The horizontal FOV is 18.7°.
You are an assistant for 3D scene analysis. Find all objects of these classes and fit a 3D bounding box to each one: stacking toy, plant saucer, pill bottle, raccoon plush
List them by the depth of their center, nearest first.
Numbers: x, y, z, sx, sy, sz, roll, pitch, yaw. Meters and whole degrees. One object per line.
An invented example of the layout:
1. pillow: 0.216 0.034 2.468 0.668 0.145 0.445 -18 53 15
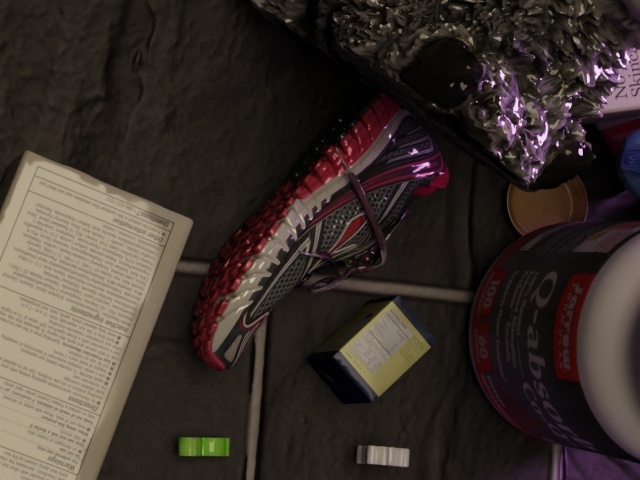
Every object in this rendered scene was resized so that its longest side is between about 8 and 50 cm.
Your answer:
1. raccoon plush: 0.132 -0.249 1.588 0.299 0.446 0.216 -54 146 0
2. pill bottle: 0.284 0.086 1.659 0.210 0.363 0.210 0 90 -18
3. stacking toy: -0.027 0.260 1.712 0.221 0.052 0.167 6 82 -17
4. plant saucer: 0.212 -0.035 1.839 0.083 0.015 0.083 2 84 -17

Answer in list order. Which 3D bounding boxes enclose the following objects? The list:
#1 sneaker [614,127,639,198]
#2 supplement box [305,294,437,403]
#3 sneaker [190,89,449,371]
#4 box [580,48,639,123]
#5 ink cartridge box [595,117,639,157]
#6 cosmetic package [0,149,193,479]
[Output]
1. sneaker: 0.374 -0.069 1.715 0.330 0.147 0.129 7 88 -49
2. supplement box: 0.045 0.098 1.735 0.083 0.083 0.056 -42 98 -17
3. sneaker: 0.000 0.000 1.712 0.112 0.121 0.299 44 73 -11
4. box: 0.331 -0.173 1.717 0.275 0.094 0.113 -10 89 -16
5. ink cartridge box: 0.329 -0.237 1.838 0.226 0.131 0.306 -33 98 -17
6. cosmetic package: -0.239 0.099 1.627 0.160 0.113 0.309 24 78 -14
